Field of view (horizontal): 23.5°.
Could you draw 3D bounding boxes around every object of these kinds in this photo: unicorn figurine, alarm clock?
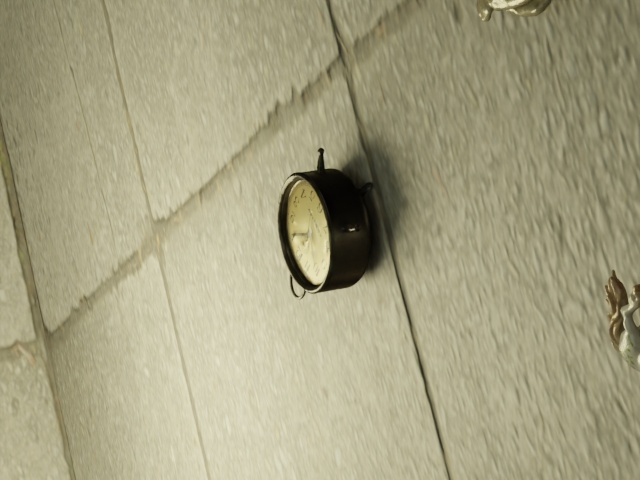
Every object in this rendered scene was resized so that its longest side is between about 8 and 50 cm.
[{"bbox_3d":[0.264,0.093,1.160,0.162,0.060,0.111,-113,25,-62],"label":"unicorn figurine"},{"bbox_3d":[0.000,0.000,1.646,0.129,0.064,0.192,66,148,28],"label":"alarm clock"}]

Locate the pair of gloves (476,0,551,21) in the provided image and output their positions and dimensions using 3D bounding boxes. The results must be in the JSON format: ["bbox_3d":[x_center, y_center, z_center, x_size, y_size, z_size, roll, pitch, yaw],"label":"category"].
[{"bbox_3d":[0.165,-0.305,1.249,0.204,0.042,0.240,150,111,-66],"label":"pair of gloves"}]
